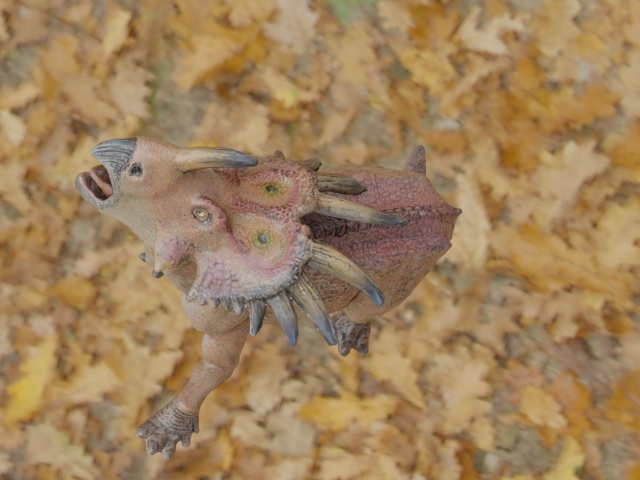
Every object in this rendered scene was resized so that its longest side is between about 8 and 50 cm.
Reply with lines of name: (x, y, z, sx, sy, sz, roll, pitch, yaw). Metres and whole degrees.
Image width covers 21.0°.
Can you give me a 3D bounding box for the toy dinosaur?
toy dinosaur: (0.000, 0.000, 0.915, 0.200, 0.296, 0.127, -39, 75, 48)
